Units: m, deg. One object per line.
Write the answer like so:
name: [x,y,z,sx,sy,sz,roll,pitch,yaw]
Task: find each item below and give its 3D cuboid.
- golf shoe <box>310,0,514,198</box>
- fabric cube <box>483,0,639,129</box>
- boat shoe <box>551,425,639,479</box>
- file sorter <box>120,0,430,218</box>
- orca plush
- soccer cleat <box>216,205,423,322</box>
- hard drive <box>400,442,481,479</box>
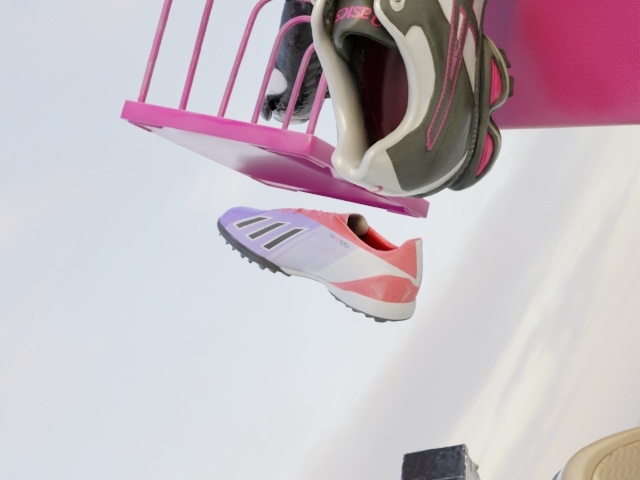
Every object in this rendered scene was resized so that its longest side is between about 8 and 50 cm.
golf shoe: [0.051,-0.159,0.693,0.120,0.105,0.273,-13,-80,-55]
fabric cube: [0.194,-0.224,0.819,0.254,0.258,0.259,-22,-75,-33]
boat shoe: [0.217,0.149,0.571,0.092,0.285,0.103,-51,41,48]
file sorter: [-0.013,-0.152,1.193,0.290,0.202,0.182,22,-98,-63]
orca plush: [0.002,-0.225,1.484,0.287,0.102,0.151,106,-174,-50]
soccer cleat: [0.000,0.000,1.605,0.108,0.318,0.116,-11,-60,-54]
hard drive: [0.106,0.341,0.875,0.339,0.064,0.237,-75,-30,-62]
